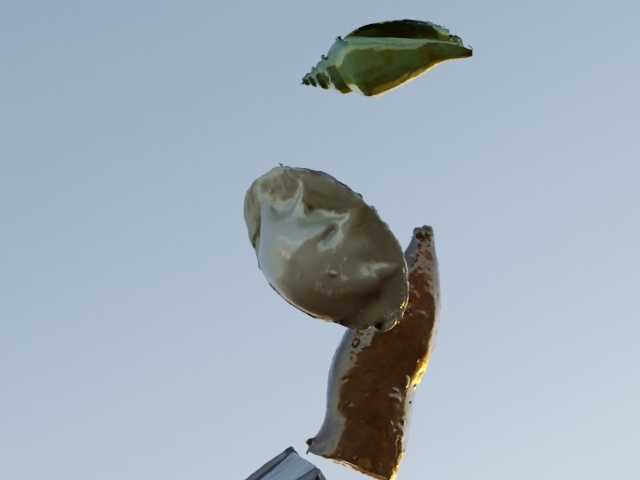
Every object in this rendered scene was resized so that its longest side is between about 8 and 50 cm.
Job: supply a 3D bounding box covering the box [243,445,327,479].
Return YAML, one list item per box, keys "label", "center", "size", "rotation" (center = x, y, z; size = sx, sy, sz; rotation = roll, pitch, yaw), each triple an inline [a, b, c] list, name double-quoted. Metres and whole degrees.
- label: "box"
  center: [-0.064, 0.302, 0.981]
  size: [0.252, 0.188, 0.153]
  rotation: [-32, 5, -13]

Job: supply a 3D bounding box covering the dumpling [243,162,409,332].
- label: "dumpling"
  center: [0.000, 0.000, 1.510]
  size: [0.142, 0.247, 0.172]
  rotation: [-27, -41, -46]

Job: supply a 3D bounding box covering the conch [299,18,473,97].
- label: "conch"
  center: [0.071, -0.218, 1.580]
  size: [0.201, 0.095, 0.079]
  rotation: [-17, -37, -5]

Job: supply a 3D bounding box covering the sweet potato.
- label: "sweet potato"
  center: [0.084, 0.140, 1.748]
  size: [0.131, 0.336, 0.131]
  rotation: [15, -5, 1]
